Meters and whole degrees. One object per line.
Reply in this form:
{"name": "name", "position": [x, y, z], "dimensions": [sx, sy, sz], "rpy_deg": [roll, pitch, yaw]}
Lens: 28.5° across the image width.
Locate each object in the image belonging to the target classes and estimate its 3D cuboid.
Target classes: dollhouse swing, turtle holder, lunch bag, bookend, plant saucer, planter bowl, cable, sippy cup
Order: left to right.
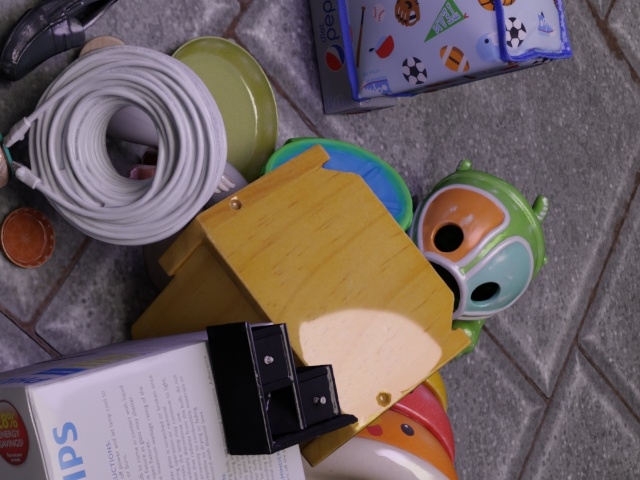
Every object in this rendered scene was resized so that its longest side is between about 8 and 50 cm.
{"name": "plant saucer", "position": [-0.403, -0.004, 1.726], "dimensions": [0.083, 0.013, 0.083], "rpy_deg": [7, 80, -42]}
{"name": "cable", "position": [-0.247, -0.121, 1.619], "dimensions": [0.257, 0.257, 0.089], "rpy_deg": [45, 15, 6]}
{"name": "planter bowl", "position": [-0.168, 0.014, 1.884], "dimensions": [0.162, 0.109, 0.162], "rpy_deg": [7, 80, -44]}
{"name": "plant saucer", "position": [-0.166, -0.196, 1.962], "dimensions": [0.241, 0.037, 0.241], "rpy_deg": [8, 79, -43]}
{"name": "bookend", "position": [-0.045, 0.164, 1.517], "dimensions": [0.157, 0.072, 0.156], "rpy_deg": [-10, 90, -47]}
{"name": "dollhouse swing", "position": [-0.044, 0.126, 1.763], "dimensions": [0.315, 0.305, 0.347], "rpy_deg": [-33, 80, -30]}
{"name": "sippy cup", "position": [0.000, 0.000, 1.942], "dimensions": [0.240, 0.224, 0.305], "rpy_deg": [21, 41, 1]}
{"name": "lunch bag", "position": [0.198, -0.444, 2.015], "dimensions": [0.239, 0.328, 0.385], "rpy_deg": [-13, 92, -50]}
{"name": "turtle holder", "position": [0.246, 0.037, 2.220], "dimensions": [0.243, 0.320, 0.227], "rpy_deg": [40, 52, 5]}

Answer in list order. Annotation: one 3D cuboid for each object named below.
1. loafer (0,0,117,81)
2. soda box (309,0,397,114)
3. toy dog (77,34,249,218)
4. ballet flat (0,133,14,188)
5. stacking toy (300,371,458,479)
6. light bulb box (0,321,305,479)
{"name": "loafer", "position": [-0.363, -0.295, 1.746], "dimensions": [0.078, 0.076, 0.223], "rpy_deg": [30, 55, 6]}
{"name": "soda box", "position": [0.051, -0.362, 2.153], "dimensions": [0.098, 0.091, 0.286], "rpy_deg": [-9, 91, -45]}
{"name": "toy dog", "position": [-0.260, -0.135, 1.773], "dimensions": [0.334, 0.161, 0.220], "rpy_deg": [50, 7, 7]}
{"name": "ballet flat", "position": [-0.492, -0.202, 1.609], "dimensions": [0.106, 0.107, 0.316], "rpy_deg": [-26, 102, -29]}
{"name": "stacking toy", "position": [0.088, 0.275, 2.025], "dimensions": [0.350, 0.350, 0.480], "rpy_deg": [48, 36, -28]}
{"name": "light bulb box", "position": [-0.279, 0.255, 1.573], "dimensions": [0.361, 0.358, 0.225], "rpy_deg": [-13, 91, -44]}
